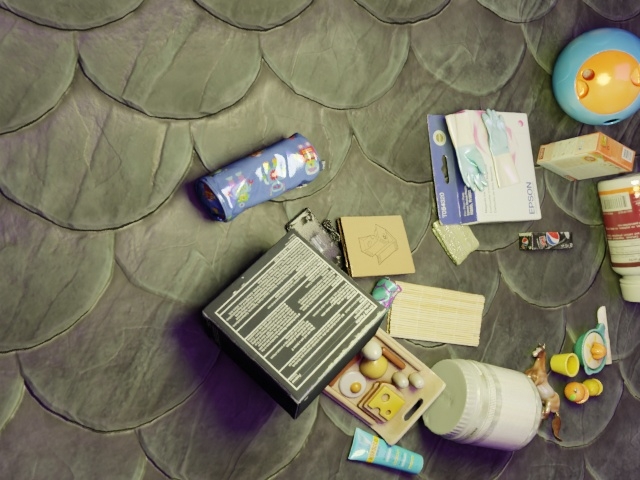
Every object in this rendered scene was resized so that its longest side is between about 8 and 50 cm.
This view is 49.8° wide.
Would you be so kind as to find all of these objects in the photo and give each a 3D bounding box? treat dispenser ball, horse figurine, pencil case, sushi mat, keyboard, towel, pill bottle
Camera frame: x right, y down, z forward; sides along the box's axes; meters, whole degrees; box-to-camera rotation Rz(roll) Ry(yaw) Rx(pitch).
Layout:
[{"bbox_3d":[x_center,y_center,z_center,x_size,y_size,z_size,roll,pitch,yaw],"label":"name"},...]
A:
[{"bbox_3d":[0.848,-0.492,2.074,0.288,0.288,0.288,1,87,-27],"label":"treat dispenser ball"},{"bbox_3d":[0.656,0.462,2.049,0.174,0.066,0.263,-27,92,-43],"label":"horse figurine"},{"bbox_3d":[-0.142,-0.147,1.642,0.306,0.119,0.133,-28,111,-26],"label":"pencil case"},{"bbox_3d":[0.325,0.207,1.924,0.316,0.019,0.151,10,84,-27],"label":"sushi mat"},{"bbox_3d":[0.000,0.000,1.763,0.108,0.023,0.180,-41,107,-16],"label":"keyboard"},{"bbox_3d":[0.385,-0.014,1.960,0.110,0.027,0.148,-39,105,-22],"label":"towel"},{"bbox_3d":[1.025,-0.016,2.182,0.224,0.224,0.392,-13,94,-27],"label":"pill bottle"},{"bbox_3d":[0.155,0.172,1.808,0.064,0.070,0.152,41,72,-34],"label":"pencil case"}]

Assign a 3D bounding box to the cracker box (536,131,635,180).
[{"bbox_3d":[0.791,-0.248,2.065,0.155,0.232,0.067,20,77,-25],"label":"cracker box"}]

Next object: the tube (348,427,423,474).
[{"bbox_3d":[0.172,0.563,1.817,0.207,0.052,0.080,23,68,-18],"label":"tube"}]

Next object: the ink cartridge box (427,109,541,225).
[{"bbox_3d":[0.474,-0.209,1.978,0.330,0.071,0.324,-4,84,-28],"label":"ink cartridge box"}]

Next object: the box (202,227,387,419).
[{"bbox_3d":[-0.060,0.190,1.570,0.294,0.183,0.296,41,67,16],"label":"box"}]

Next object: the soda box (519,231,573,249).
[{"bbox_3d":[0.687,0.002,2.097,0.169,0.060,0.053,-1,87,-27],"label":"soda box"}]

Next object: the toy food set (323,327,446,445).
[{"bbox_3d":[0.147,0.362,1.743,0.306,0.092,0.220,41,91,-21],"label":"toy food set"}]

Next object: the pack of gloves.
[{"bbox_3d":[0.466,-0.256,1.920,0.195,0.046,0.232,-15,89,-24],"label":"pack of gloves"}]

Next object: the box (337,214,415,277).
[{"bbox_3d":[0.146,0.014,1.808,0.201,0.021,0.164,-2,72,-31],"label":"box"}]

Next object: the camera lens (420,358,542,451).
[{"bbox_3d":[0.437,0.442,1.858,0.274,0.219,0.219,17,80,-26],"label":"camera lens"}]

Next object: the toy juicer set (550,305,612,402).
[{"bbox_3d":[0.853,0.372,2.133,0.329,0.089,0.209,-33,106,-34],"label":"toy juicer set"}]
